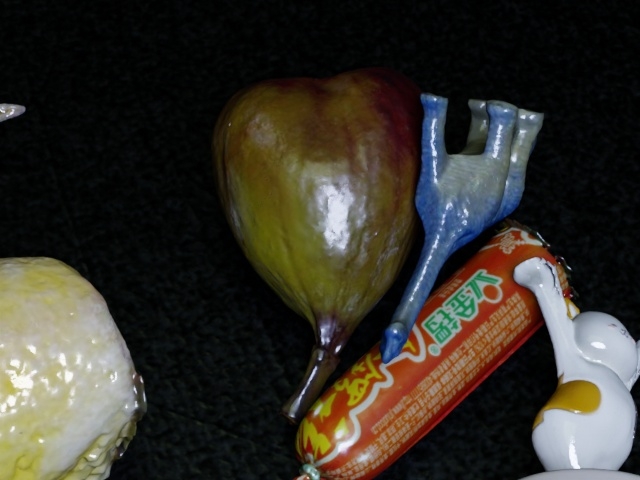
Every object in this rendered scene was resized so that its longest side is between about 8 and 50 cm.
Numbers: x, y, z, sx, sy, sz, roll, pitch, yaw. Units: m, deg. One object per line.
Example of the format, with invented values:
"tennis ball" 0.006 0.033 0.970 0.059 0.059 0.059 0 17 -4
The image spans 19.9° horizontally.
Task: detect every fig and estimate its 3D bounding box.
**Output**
"fig" -0.001 -0.001 1.328 0.170 0.145 0.274 3 71 2

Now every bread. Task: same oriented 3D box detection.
"bread" -0.220 0.108 1.224 0.170 0.197 0.197 -12 59 -21

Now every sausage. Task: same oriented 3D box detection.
"sausage" 0.073 0.093 1.298 0.083 0.083 0.264 39 65 21

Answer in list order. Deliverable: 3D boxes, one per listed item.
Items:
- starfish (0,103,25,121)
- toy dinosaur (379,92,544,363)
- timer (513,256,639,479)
"starfish" -0.344 -0.108 1.425 0.238 0.057 0.213 19 67 15
"toy dinosaur" 0.105 -0.013 1.329 0.075 0.248 0.188 15 98 17
"timer" 0.181 0.146 1.225 0.175 0.175 0.266 6 51 2
